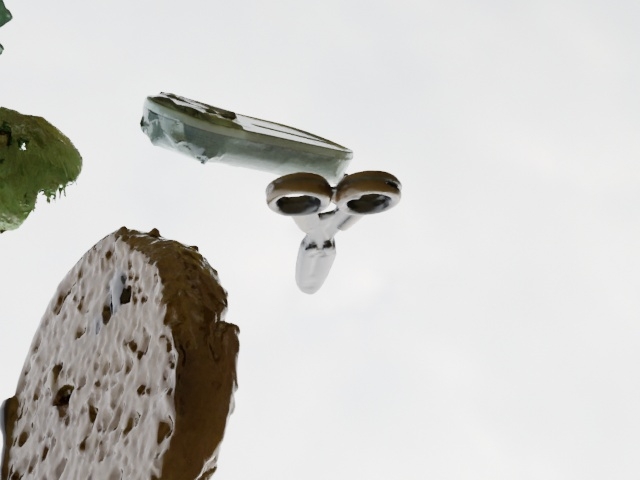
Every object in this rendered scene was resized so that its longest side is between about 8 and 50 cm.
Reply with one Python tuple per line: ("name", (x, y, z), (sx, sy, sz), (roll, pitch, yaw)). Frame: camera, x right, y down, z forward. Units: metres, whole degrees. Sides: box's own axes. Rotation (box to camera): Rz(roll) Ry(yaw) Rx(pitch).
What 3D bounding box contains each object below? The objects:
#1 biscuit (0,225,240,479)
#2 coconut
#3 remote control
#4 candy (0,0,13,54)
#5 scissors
("biscuit", (-0.146, 0.128, 1.003), (0.075, 0.296, 0.296), (17, -143, -33))
("coconut", (-0.301, -0.074, 1.291), (0.158, 0.055, 0.133), (-3, -129, -12))
("remote control", (-0.068, -0.096, 1.331), (0.247, 0.052, 0.104), (9, -167, -46))
("candy", (-0.383, -0.125, 0.835), (0.397, 0.263, 0.172), (1, -136, -37))
("scissors", (0.000, 0.000, 0.956), (0.088, 0.220, 0.017), (-3, -109, -7))
